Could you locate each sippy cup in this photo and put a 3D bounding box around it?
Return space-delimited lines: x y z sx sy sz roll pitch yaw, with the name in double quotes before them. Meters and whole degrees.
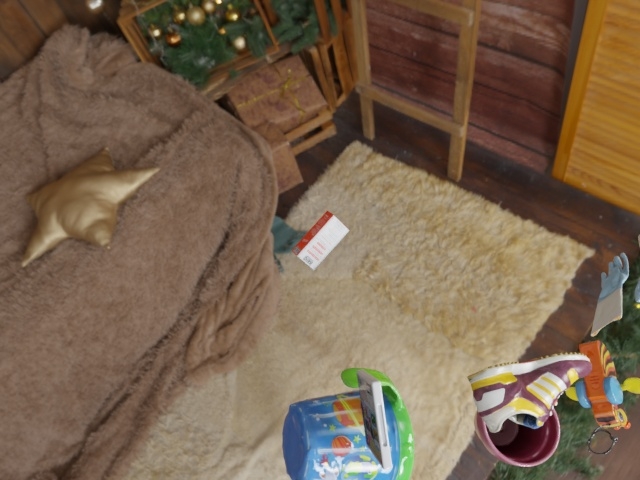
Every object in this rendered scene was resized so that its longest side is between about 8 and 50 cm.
"sippy cup" 0.044 0.427 1.138 0.224 0.240 0.305 5 76 -22

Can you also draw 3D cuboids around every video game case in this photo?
"video game case" 0.094 0.312 0.953 0.019 0.157 0.143 -7 84 -7

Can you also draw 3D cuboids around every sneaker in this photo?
"sneaker" 0.282 0.200 0.699 0.186 0.069 0.084 -5 67 -17

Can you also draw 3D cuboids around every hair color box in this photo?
"hair color box" 0.000 0.000 1.386 0.141 0.072 0.043 -48 32 -2

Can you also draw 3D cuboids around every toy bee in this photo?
"toy bee" 0.752 0.431 1.424 0.195 0.162 0.298 -2 57 56

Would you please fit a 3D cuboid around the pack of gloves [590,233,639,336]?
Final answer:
"pack of gloves" 0.647 0.079 1.088 0.046 0.195 0.232 32 47 6

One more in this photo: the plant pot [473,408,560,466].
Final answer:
"plant pot" 0.500 0.489 1.423 0.201 0.180 0.201 1 71 -3
